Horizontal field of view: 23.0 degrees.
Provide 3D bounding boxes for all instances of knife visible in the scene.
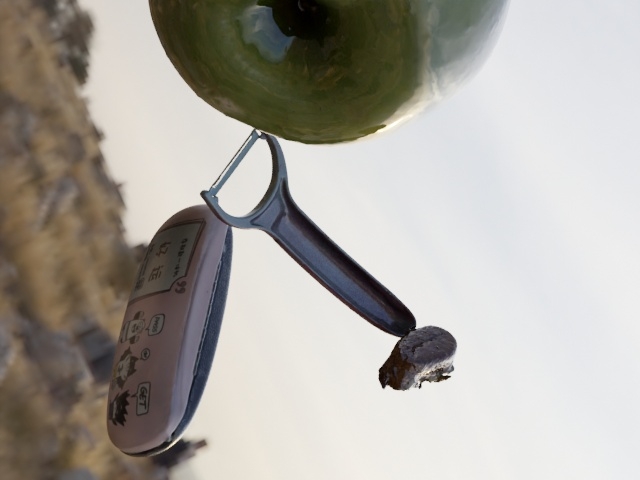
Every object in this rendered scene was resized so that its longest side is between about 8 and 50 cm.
[{"bbox_3d":[-0.001,0.000,1.633,0.278,0.123,0.053,45,-22,-21],"label":"knife"}]

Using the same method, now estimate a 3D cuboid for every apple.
[{"bbox_3d":[0.016,-0.265,1.478,0.357,0.357,0.357,156,-90,-83],"label":"apple"}]

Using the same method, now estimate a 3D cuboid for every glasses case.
[{"bbox_3d":[-0.170,0.098,1.787,0.075,0.122,0.314,38,51,-38],"label":"glasses case"}]

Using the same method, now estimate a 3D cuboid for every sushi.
[{"bbox_3d":[0.103,0.126,1.641,0.061,0.118,0.060,51,-46,36],"label":"sushi"}]
